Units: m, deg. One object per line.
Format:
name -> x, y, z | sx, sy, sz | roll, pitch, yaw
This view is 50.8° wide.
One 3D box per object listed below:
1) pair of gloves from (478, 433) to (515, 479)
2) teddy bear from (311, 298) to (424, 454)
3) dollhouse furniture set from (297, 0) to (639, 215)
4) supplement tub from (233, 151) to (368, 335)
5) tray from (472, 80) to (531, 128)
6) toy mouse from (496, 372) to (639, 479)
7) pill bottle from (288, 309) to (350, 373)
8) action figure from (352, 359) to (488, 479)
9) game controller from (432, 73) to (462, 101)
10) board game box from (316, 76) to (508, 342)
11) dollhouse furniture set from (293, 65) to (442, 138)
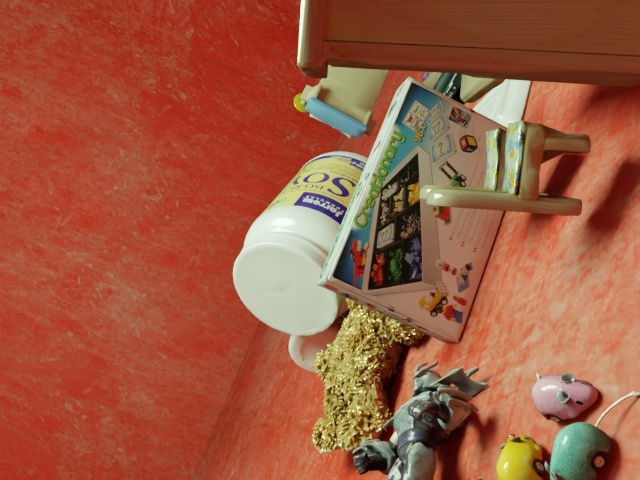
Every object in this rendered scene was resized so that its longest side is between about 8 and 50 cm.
pair of gloves -> 0.164, 0.226, 0.615 | 0.083, 0.010, 0.074 | -59, 8, 17
teddy bear -> 0.066, 0.169, 1.047 | 0.337, 0.113, 0.245 | -67, 11, -11
dollhouse furniture set -> 0.133, -0.211, 0.633 | 0.394, 0.257, 0.361 | -51, -34, -82
supplement tub -> 0.000, 0.000, 1.294 | 0.241, 0.241, 0.331 | -58, -2, 41
tray -> 0.260, -0.182, 1.130 | 0.270, 0.030, 0.145 | 131, 161, -61
toy mouse -> 0.193, 0.151, 0.546 | 0.143, 0.031, 0.161 | -52, 10, 41
pill bottle -> 0.008, 0.158, 1.387 | 0.121, 0.121, 0.221 | -60, 9, 31
action figure -> 0.097, 0.237, 0.715 | 0.285, 0.099, 0.185 | -69, 3, -47
game controller -> 0.306, -0.375, 1.354 | 0.319, 0.067, 0.166 | -60, -5, 28
board game box -> 0.142, -0.042, 0.898 | 0.305, 0.193, 0.053 | -67, 9, -15
dollhouse furniture set -> 0.111, -0.337, 1.560 | 0.286, 0.304, 0.198 | -68, 10, -20
